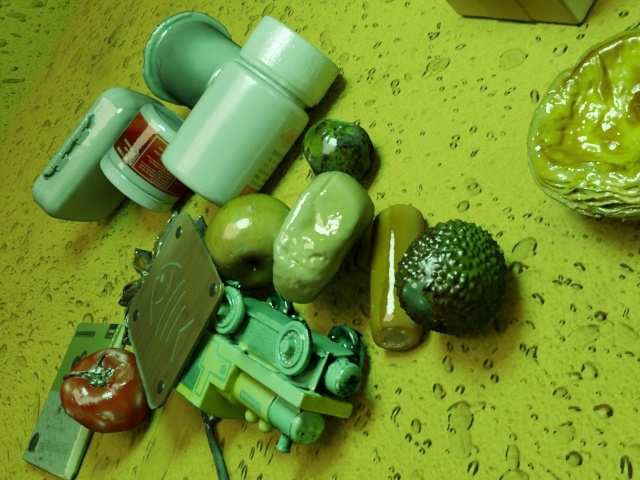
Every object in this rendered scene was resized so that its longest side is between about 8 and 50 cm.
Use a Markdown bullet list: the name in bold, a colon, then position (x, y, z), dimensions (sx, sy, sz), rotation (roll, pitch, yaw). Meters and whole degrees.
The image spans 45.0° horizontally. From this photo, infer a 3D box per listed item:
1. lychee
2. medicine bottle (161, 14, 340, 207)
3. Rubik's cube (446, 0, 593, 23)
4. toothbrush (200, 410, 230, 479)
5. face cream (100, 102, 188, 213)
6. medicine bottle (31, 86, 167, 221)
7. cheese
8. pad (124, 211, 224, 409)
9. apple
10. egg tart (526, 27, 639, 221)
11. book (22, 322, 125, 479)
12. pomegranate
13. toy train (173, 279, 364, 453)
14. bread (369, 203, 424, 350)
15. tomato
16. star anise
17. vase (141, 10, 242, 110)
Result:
- **lychee**: position (0.187, 0.050, 1.084), dimensions (0.171, 0.171, 0.171), rotation (-27, 48, 33)
- **medicine bottle**: position (-0.143, -0.256, 1.597), dimensions (0.371, 0.211, 0.211), rotation (-54, 38, 5)
- **Rubik's cube**: position (0.311, -0.555, 1.244), dimensions (0.292, 0.291, 0.290), rotation (25, 84, 51)
- **toothbrush**: position (-0.166, 0.397, 1.320), dimensions (0.031, 0.030, 0.297), rotation (-36, 42, 11)
- **face cream**: position (-0.381, -0.195, 1.816), dimensions (0.187, 0.201, 0.201), rotation (-49, 39, 12)
- **medicine bottle**: position (-0.541, -0.208, 1.955), dimensions (0.123, 0.282, 0.375), rotation (44, 103, 15)
- **cheese**: position (0.000, 0.000, 1.277), dimensions (0.117, 0.214, 0.226), rotation (32, 84, 8)
- **pad**: position (-0.278, 0.122, 1.434), dimensions (0.286, 0.018, 0.284), rotation (-59, 36, 19)
- **apple**: position (-0.126, -0.001, 1.436), dimensions (0.182, 0.182, 0.155), rotation (-38, 39, 24)
- **egg tart**: position (0.410, -0.145, 1.002), dimensions (0.295, 0.116, 0.294), rotation (-29, 46, 35)
- **book**: position (-0.567, 0.357, 1.775), dimensions (0.239, 0.035, 0.352), rotation (-6, 61, 48)
- **pomegranate**: position (0.020, -0.147, 1.414), dimensions (0.163, 0.126, 0.138), rotation (-50, 51, 11)
- **toy train**: position (-0.083, 0.214, 1.271), dimensions (0.369, 0.150, 0.237), rotation (21, 89, 51)
- **bread**: position (0.117, 0.053, 1.214), dimensions (0.093, 0.074, 0.239), rotation (-19, 52, 32)
- **tomato**: position (-0.428, 0.312, 1.555), dimensions (0.187, 0.151, 0.187), rotation (-1, 40, 1)
- **star anise**: position (-0.314, 0.092, 1.622), dimensions (0.332, 0.118, 0.331), rotation (-25, 55, 42)
- **vase**: position (-0.243, -0.375, 1.794), dimensions (0.245, 0.245, 0.291), rotation (-54, 48, 5)
